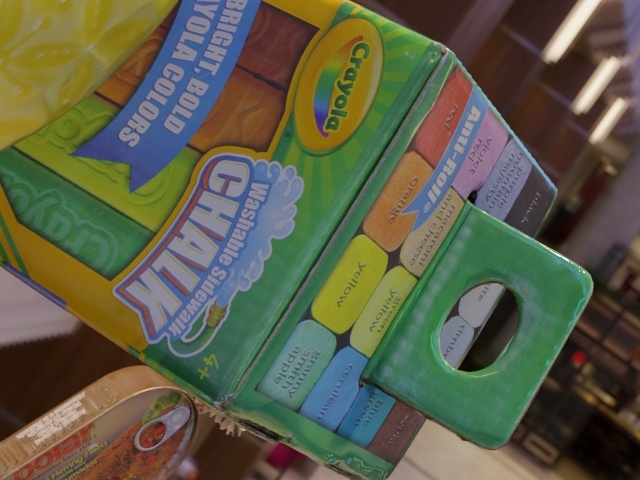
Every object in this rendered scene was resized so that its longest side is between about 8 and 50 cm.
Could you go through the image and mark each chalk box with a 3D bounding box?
[{"bbox_3d":[-0.018,-0.011,0.738,0.289,0.180,0.179,28,-5,30],"label":"chalk box"}]

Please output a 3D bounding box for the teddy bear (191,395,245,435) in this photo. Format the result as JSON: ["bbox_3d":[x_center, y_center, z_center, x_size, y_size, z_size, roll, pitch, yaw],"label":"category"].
[{"bbox_3d":[0.000,0.000,1.236,0.245,0.338,0.113,63,-22,18],"label":"teddy bear"}]

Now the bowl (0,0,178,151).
[{"bbox_3d":[-0.175,-0.169,0.483,0.289,0.289,0.156,37,-2,14],"label":"bowl"}]

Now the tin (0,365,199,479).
[{"bbox_3d":[-0.172,0.159,1.111,0.040,0.190,0.106,44,-23,34],"label":"tin"}]
